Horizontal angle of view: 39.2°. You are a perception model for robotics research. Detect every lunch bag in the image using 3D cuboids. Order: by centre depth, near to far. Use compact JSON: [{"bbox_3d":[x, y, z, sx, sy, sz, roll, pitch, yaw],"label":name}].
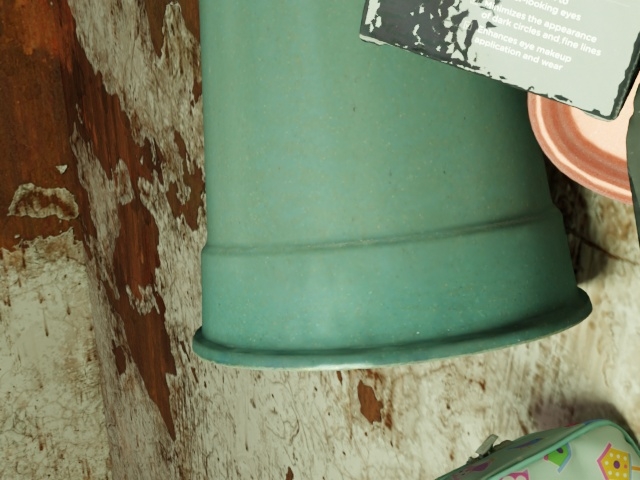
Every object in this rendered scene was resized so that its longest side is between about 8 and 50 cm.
[{"bbox_3d":[0.200,0.301,0.761,0.108,0.224,0.279,-31,77,61],"label":"lunch bag"}]

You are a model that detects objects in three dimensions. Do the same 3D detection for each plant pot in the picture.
[{"bbox_3d":[0.041,-0.094,0.764,0.341,0.341,0.334,2,99,61],"label":"plant pot"}]

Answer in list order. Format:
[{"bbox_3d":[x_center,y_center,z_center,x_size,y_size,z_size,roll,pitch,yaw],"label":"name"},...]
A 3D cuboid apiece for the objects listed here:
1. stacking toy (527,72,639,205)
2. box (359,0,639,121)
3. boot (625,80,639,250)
[{"bbox_3d":[0.269,-0.177,0.545,0.279,0.130,0.309,9,120,26],"label":"stacking toy"},{"bbox_3d":[0.120,-0.173,0.492,0.156,0.093,0.158,23,126,17],"label":"box"},{"bbox_3d":[0.320,-0.107,0.327,0.445,0.146,0.367,-14,65,65],"label":"boot"}]
